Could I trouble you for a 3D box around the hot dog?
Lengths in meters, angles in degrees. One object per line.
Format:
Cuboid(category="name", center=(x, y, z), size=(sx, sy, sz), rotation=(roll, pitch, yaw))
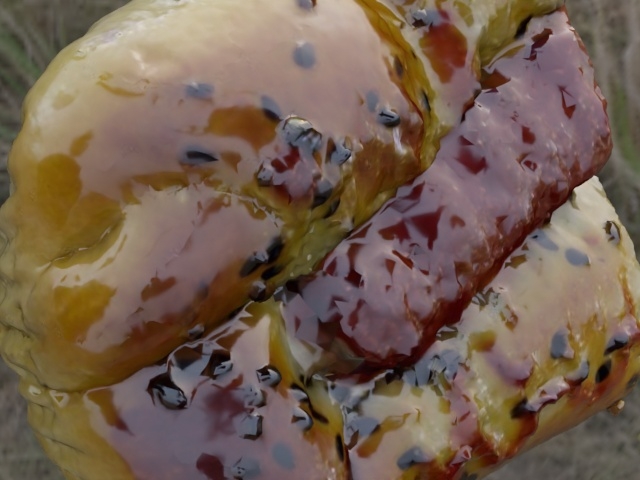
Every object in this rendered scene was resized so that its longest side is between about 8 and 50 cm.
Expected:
Cuboid(category="hot dog", center=(0.000, 0.000, 1.025), size=(0.365, 0.196, 0.367), rotation=(-27, 111, -29))
